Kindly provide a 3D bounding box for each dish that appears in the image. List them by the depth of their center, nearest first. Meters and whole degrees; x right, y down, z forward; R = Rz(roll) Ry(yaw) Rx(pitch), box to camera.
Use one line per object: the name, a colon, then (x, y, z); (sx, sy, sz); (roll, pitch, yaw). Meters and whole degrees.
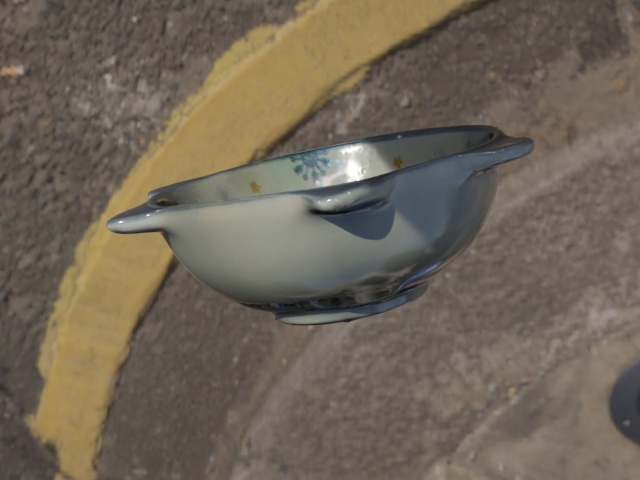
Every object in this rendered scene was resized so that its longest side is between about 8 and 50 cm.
dish: (0.000, 0.000, 0.700); (0.228, 0.236, 0.086); (-18, 101, -32)
